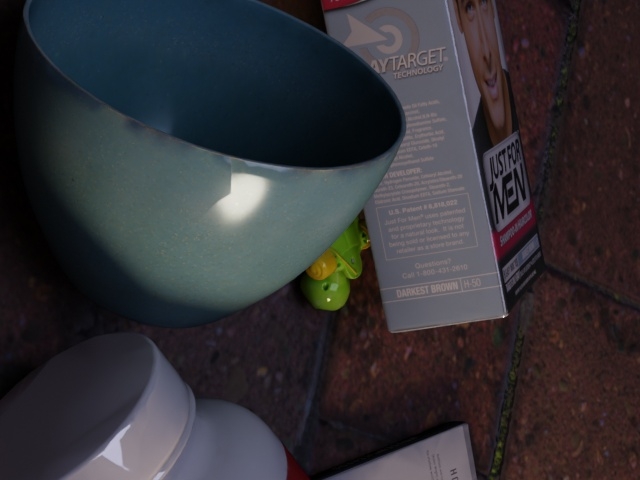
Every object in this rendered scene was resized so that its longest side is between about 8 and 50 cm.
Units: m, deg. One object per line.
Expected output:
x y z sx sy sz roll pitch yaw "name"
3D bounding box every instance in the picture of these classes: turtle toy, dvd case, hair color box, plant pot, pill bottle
0.000 0.000 1.533 0.095 0.066 0.130 -34 112 -48 "turtle toy"
0.062 0.280 1.603 0.239 0.029 0.179 -15 98 -43 "dvd case"
0.097 -0.126 1.556 0.185 0.114 0.374 -33 112 -70 "hair color box"
-0.106 -0.051 1.329 0.290 0.290 0.195 -7 129 -43 "plant pot"
-0.081 0.270 1.332 0.407 0.229 0.229 54 55 -27 "pill bottle"
